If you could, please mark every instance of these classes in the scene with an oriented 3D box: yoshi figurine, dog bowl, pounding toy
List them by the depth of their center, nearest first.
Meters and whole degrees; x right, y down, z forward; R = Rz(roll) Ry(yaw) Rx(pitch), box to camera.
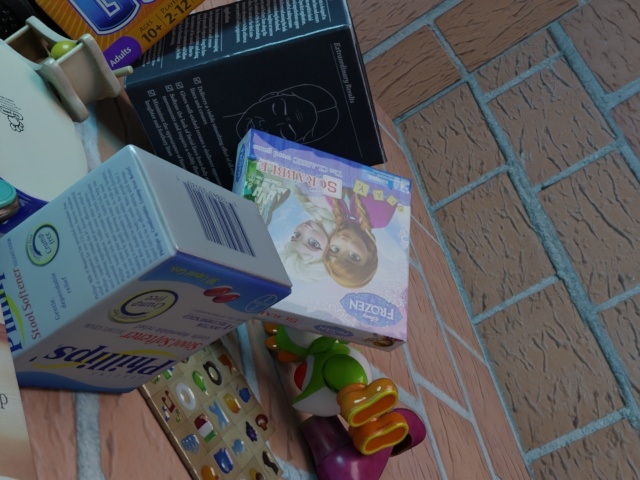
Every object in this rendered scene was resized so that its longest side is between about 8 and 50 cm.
[{"bbox_3d":[-0.428,-0.133,1.128,0.265,0.104,0.265,50,20,-26],"label":"dog bowl"},{"bbox_3d":[-0.379,-0.277,1.325,0.269,0.155,0.154,8,-44,58],"label":"pounding toy"},{"bbox_3d":[0.047,0.202,1.613,0.203,0.203,0.362,17,22,-40],"label":"yoshi figurine"}]

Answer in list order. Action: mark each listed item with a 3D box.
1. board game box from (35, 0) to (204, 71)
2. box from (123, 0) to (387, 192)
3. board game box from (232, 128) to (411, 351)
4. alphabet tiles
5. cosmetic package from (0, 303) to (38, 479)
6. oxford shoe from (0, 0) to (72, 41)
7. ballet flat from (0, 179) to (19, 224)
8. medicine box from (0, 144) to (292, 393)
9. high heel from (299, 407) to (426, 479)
[{"bbox_3d":[-0.357,-0.569,1.496,0.356,0.356,0.356,47,8,-33],"label":"board game box"},{"bbox_3d":[-0.111,-0.261,1.590,0.212,0.396,0.293,-97,172,-50],"label":"box"},{"bbox_3d":[0.000,0.000,1.481,0.319,0.066,0.318,15,61,-20],"label":"board game box"},{"bbox_3d":[-0.174,0.248,1.354,0.342,0.011,0.285,59,17,0],"label":"alphabet tiles"},{"bbox_3d":[-0.355,0.180,0.779,0.153,0.129,0.296,25,38,-59],"label":"cosmetic package"},{"bbox_3d":[-0.488,-0.359,1.398,0.096,0.083,0.227,56,8,27],"label":"oxford shoe"},{"bbox_3d":[-0.425,-0.005,0.812,0.280,0.096,0.095,-5,34,-35],"label":"ballet flat"},{"bbox_3d":[-0.230,0.052,1.058,0.263,0.289,0.149,24,37,-61],"label":"medicine box"},{"bbox_3d":[0.115,0.420,1.659,0.377,0.127,0.181,10,40,-48],"label":"high heel"}]
